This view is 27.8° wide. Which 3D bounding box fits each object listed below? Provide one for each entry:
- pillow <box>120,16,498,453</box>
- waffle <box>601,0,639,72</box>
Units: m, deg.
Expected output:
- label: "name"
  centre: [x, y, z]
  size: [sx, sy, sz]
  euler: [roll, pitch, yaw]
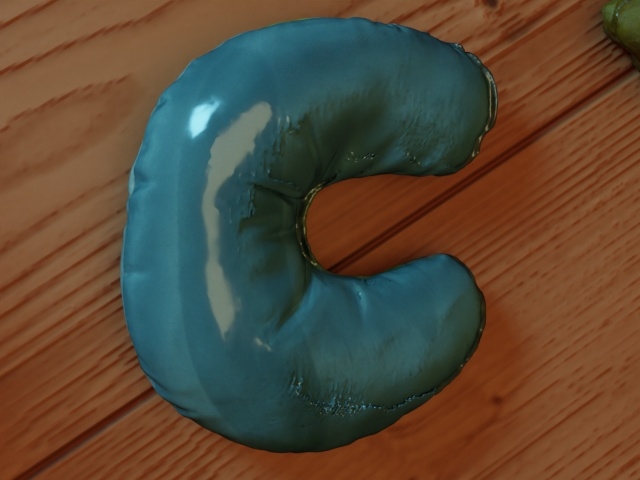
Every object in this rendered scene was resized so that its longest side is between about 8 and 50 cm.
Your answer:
- label: "pillow"
  centre: [0.000, 0.000, 0.685]
  size: [0.214, 0.086, 0.233]
  euler: [-4, 99, -21]
- label: "waffle"
  centre: [0.344, -0.097, 0.771]
  size: [0.328, 0.098, 0.224]
  euler: [42, 82, -12]
